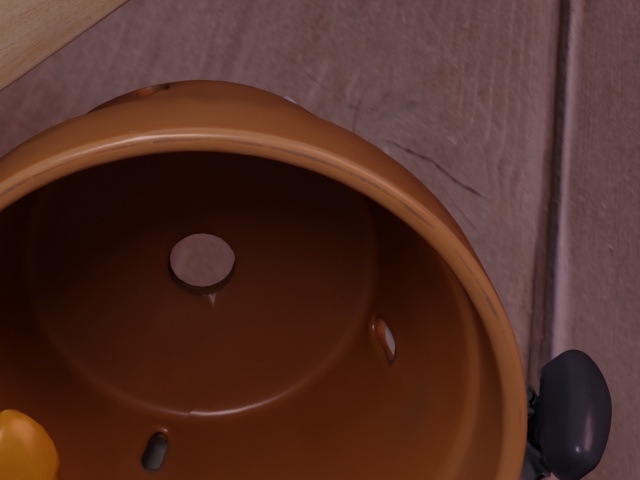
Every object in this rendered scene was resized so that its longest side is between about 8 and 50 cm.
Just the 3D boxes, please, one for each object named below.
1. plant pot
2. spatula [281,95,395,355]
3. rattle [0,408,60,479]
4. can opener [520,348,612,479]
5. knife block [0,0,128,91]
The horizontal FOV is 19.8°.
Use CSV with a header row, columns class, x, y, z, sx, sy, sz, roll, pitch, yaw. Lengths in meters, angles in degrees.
class,x,y,z,sx,sy,sz,roll,pitch,yaw
plant pot,-0.060,0.047,0.891,0.291,0.291,0.203,39,16,-19
spatula,0.000,0.000,1.241,0.168,0.019,0.242,-9,65,-55
rattle,-0.134,0.183,0.715,0.130,0.143,0.200,31,21,-3
can opener,0.127,0.165,1.156,0.076,0.095,0.283,41,32,-15
knife block,-0.225,-0.042,0.781,0.275,0.088,0.242,10,86,-24
